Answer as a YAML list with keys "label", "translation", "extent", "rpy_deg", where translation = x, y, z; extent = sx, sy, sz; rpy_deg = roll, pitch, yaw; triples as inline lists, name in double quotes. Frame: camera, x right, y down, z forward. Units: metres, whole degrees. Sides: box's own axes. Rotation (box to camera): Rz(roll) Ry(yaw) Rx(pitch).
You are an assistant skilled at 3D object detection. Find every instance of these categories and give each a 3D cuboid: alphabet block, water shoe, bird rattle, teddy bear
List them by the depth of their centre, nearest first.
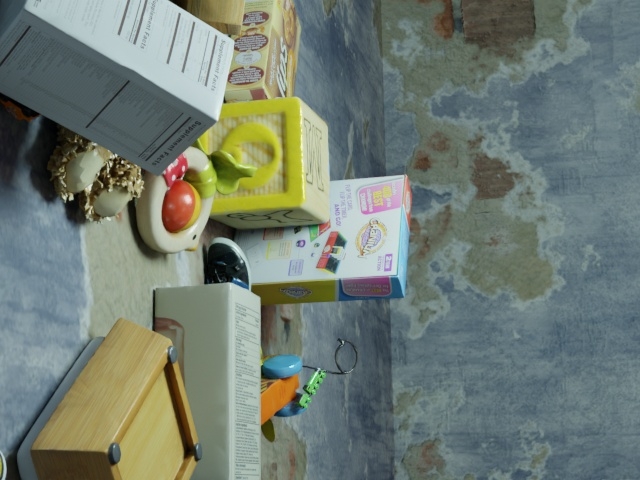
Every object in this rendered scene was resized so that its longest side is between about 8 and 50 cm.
- label: "teddy bear"
  translation: [-0.281, -0.190, 1.524]
  extent: [0.245, 0.113, 0.338]
  rpy_deg: [11, 82, -66]
- label: "bird rattle"
  translation: [-0.205, -0.081, 1.738]
  extent: [0.253, 0.143, 0.207]
  rpy_deg: [17, 86, -72]
- label: "water shoe"
  translation: [-0.156, 0.098, 1.979]
  extent: [0.080, 0.072, 0.203]
  rpy_deg: [-47, 131, -68]
- label: "alphabet block"
  translation: [-0.095, -0.129, 2.051]
  extent: [0.197, 0.192, 0.194]
  rpy_deg: [28, 57, -75]

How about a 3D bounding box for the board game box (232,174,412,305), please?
- label: "board game box"
  translation: [0.000, 0.000, 2.134]
  extent: [0.064, 0.316, 0.242]
  rpy_deg: [70, 21, -48]

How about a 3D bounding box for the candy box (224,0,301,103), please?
- label: "candy box"
  translation: [-0.108, -0.351, 2.266]
  extent: [0.183, 0.087, 0.317]
  rpy_deg: [67, 24, -54]

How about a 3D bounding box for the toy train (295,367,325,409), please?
- label: "toy train"
  translation: [-0.018, 0.258, 2.064]
  extent: [0.024, 0.017, 0.083]
  rpy_deg: [49, 57, -29]

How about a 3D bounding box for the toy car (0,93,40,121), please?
- label: "toy car"
  translation: [-0.334, -0.186, 1.372]
  extent: [0.040, 0.060, 0.122]
  rpy_deg: [121, -13, -53]

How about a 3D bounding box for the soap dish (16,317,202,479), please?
- label: "soap dish"
  translation: [-0.249, 0.264, 1.458]
  extent: [0.291, 0.118, 0.229]
  rpy_deg: [-66, 149, -60]

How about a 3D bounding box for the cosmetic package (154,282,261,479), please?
- label: "cosmetic package"
  translation: [-0.169, 0.222, 1.775]
  extent: [0.153, 0.129, 0.296]
  rpy_deg: [40, 49, -70]

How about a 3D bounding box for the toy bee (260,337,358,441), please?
- label: "toy bee"
  translation: [-0.089, 0.263, 2.116]
  extent: [0.298, 0.162, 0.195]
  rpy_deg: [8, 87, -51]

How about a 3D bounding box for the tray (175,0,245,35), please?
- label: "tray"
  translation: [-0.166, -0.429, 1.648]
  extent: [0.411, 0.076, 0.203]
  rpy_deg: [-124, -139, -65]

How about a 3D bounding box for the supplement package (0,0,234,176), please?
- label: "supplement package"
  translation: [-0.240, -0.205, 1.331]
  extent: [0.244, 0.139, 0.134]
  rpy_deg: [29, 48, -26]

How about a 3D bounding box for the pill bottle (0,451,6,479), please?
- label: "pill bottle"
  translation: [-0.358, 0.216, 1.134]
  extent: [0.116, 0.065, 0.065]
  rpy_deg: [54, 34, -66]
